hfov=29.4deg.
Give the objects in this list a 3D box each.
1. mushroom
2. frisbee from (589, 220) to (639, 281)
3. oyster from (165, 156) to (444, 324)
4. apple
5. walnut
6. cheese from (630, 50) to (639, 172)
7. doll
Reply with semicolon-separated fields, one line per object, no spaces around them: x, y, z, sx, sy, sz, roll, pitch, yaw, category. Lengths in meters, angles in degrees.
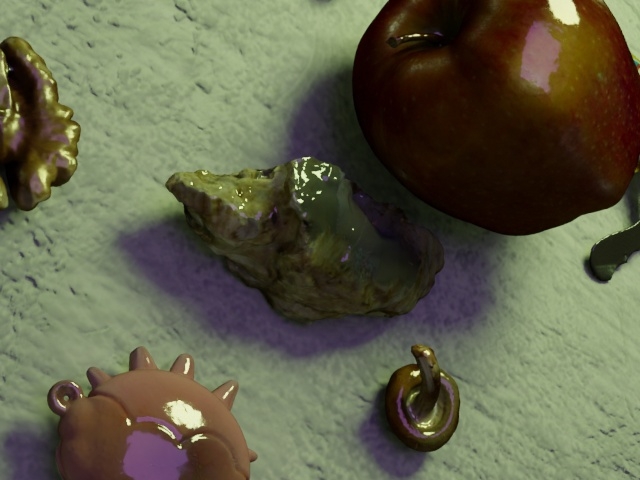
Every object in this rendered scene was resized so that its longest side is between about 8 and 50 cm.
0.107;0.156;1.293;0.088;0.073;0.130;-17;119;-18;mushroom
0.429;-0.014;1.540;0.187;0.012;0.211;38;79;-30;frisbee
0.004;-0.003;1.262;0.341;0.110;0.166;35;67;-31;oyster
0.196;-0.158;1.314;0.317;0.288;0.288;35;61;-32;apple
-0.302;-0.105;1.146;0.142;0.069;0.170;-7;78;-29;walnut
0.345;-0.188;1.529;0.270;0.069;0.177;40;61;-14;cheese
-0.140;0.209;1.135;0.262;0.093;0.211;29;61;-19;doll
